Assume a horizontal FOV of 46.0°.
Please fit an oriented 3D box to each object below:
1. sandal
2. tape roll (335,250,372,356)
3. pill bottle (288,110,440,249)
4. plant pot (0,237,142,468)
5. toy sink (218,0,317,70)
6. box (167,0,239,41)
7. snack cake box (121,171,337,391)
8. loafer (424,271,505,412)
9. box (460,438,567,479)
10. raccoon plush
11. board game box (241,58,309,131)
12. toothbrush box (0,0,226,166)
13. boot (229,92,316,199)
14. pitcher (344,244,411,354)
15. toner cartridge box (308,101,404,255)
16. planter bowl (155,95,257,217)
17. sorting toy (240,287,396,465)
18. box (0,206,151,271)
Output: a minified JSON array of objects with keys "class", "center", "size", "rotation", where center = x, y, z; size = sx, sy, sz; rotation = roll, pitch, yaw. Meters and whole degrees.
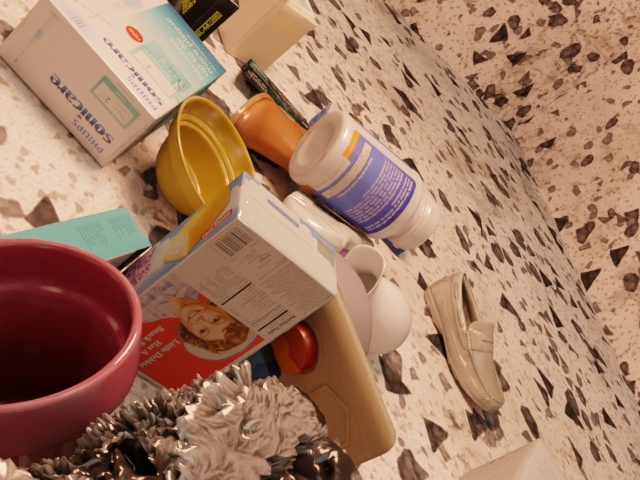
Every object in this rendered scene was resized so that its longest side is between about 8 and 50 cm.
[{"class":"sandal","center":[-0.012,-0.010,1.347],"size":[0.169,0.102,0.416],"rotation":[40,6,12]},{"class":"tape roll","center":[-0.042,0.109,1.013],"size":[0.072,0.219,0.219],"rotation":[-2,60,-59]},{"class":"pill bottle","center":[0.088,-0.097,1.364],"size":[0.272,0.152,0.152],"rotation":[37,31,-27]},{"class":"plant pot","center":[-0.256,0.127,0.628],"size":[0.201,0.180,0.201],"rotation":[10,34,-6]},{"class":"toy sink","center":[-0.103,-0.509,1.643],"size":[0.131,0.234,0.153],"rotation":[19,42,-50]},{"class":"box","center":[-0.230,-0.430,1.385],"size":[0.045,0.184,0.191],"rotation":[31,35,-37]},{"class":"snack cake box","center":[-0.126,0.062,0.874],"size":[0.152,0.264,0.089],"rotation":[40,29,-28]},{"class":"loafer","center":[0.328,0.214,1.639],"size":[0.112,0.111,0.320],"rotation":[19,42,-50]},{"class":"box","center":[0.308,0.498,1.198],"size":[0.215,0.168,0.345],"rotation":[59,25,8]},{"class":"raccoon plush","center":[-0.178,0.226,0.582],"size":[0.446,0.299,0.216],"rotation":[30,40,-34]},{"class":"board game box","center":[-0.095,-0.305,1.612],"size":[0.186,0.026,0.126],"rotation":[47,10,-16]},{"class":"toothbrush box","center":[-0.300,-0.271,1.145],"size":[0.216,0.126,0.295],"rotation":[50,27,-10]},{"class":"boot","center":[-0.062,-0.158,1.430],"size":[0.220,0.109,0.283],"rotation":[49,11,7]},{"class":"pitcher","center":[0.062,0.127,1.286],"size":[0.125,0.177,0.207],"rotation":[48,-7,39]},{"class":"toner cartridge box","center":[0.102,-0.142,1.729],"size":[0.348,0.075,0.165],"rotation":[47,25,-15]},{"class":"planter bowl","center":[-0.187,-0.102,1.149],"size":[0.217,0.090,0.217],"rotation":[50,30,-44]},{"class":"sorting toy","center":[-0.016,0.228,0.899],"size":[0.041,0.229,0.307],"rotation":[-2,64,-47]},{"class":"box","center":[-0.299,0.030,0.809],"size":[0.060,0.100,0.244],"rotation":[56,25,4]}]
